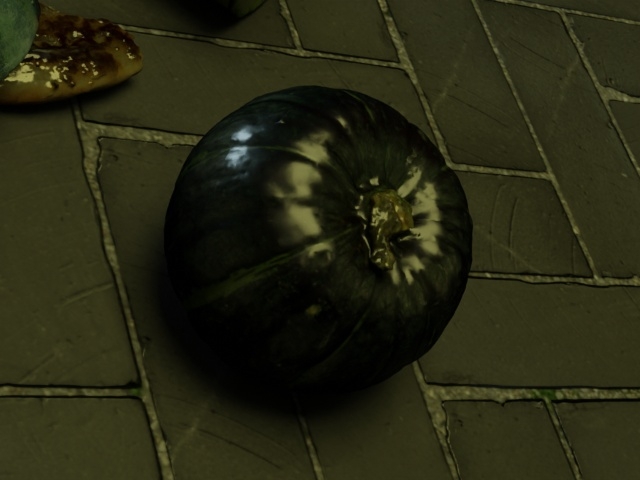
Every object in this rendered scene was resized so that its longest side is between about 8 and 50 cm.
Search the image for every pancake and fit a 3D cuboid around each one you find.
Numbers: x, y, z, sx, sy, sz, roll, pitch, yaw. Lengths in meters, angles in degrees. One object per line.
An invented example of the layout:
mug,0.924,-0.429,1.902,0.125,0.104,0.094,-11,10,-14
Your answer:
pancake,-0.350,-0.234,1.704,0.244,0.057,0.266,45,37,21

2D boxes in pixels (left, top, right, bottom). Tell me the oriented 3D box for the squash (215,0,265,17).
squash,-0.171,-0.484,1.875,0.384,0.263,0.263,39,42,1

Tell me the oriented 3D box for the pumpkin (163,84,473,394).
pumpkin,0.000,0.000,1.578,0.323,0.241,0.323,18,58,-32

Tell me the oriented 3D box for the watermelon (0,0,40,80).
watermelon,-0.444,-0.229,1.495,0.322,0.175,0.188,-4,47,-3
